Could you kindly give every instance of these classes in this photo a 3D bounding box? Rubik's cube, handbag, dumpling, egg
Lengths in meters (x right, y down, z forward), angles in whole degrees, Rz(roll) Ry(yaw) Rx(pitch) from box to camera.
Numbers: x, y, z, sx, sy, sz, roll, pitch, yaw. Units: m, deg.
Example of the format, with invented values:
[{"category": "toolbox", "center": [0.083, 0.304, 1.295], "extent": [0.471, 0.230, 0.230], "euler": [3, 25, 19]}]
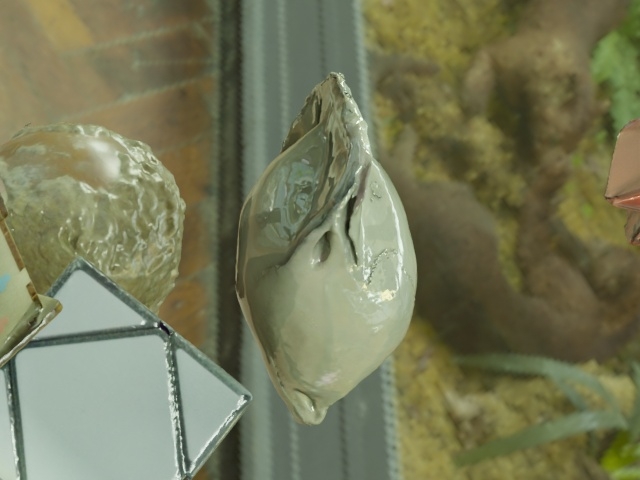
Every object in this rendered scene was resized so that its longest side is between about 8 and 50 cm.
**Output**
[{"category": "Rubik's cube", "center": [-0.211, 0.158, 1.467], "extent": [0.207, 0.205, 0.205], "euler": [40, -10, -7]}, {"category": "handbag", "center": [0.348, -0.078, 1.479], "extent": [0.059, 0.157, 0.212], "euler": [60, 23, -13]}, {"category": "dumpling", "center": [0.001, 0.002, 1.555], "extent": [0.341, 0.181, 0.260], "euler": [64, 12, -47]}, {"category": "egg", "center": [-0.293, 0.002, 1.785], "extent": [0.279, 0.310, 0.279], "euler": [38, 33, -32]}]

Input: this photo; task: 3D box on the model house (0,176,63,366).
[{"category": "model house", "center": [-0.365, 0.011, 1.291], "extent": [0.326, 0.169, 0.244], "euler": [31, -23, 29]}]
